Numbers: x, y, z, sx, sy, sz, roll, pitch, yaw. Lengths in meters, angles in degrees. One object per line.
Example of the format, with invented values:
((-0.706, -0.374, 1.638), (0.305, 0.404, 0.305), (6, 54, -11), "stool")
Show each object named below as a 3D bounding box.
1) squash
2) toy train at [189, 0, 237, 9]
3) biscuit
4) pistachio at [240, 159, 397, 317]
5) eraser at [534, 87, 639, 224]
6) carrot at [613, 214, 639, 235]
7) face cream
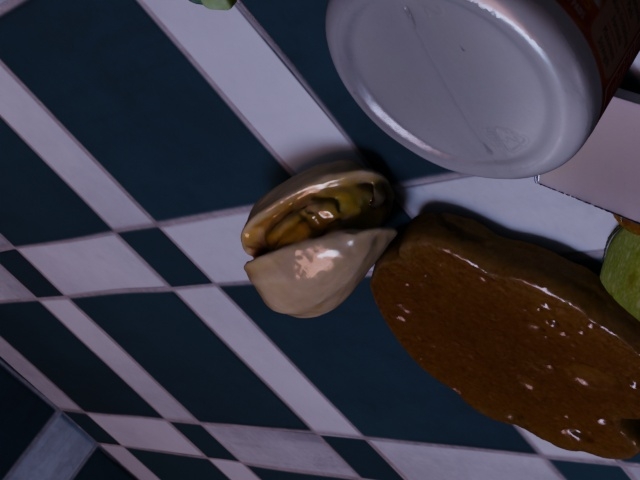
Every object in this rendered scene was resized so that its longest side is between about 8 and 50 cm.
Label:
((0.343, 0.051, 1.044), (0.192, 0.085, 0.184), (28, 153, 10), "squash")
((-0.094, -0.335, 0.851), (0.253, 0.160, 0.397), (10, 144, 27), "toy train")
((0.234, 0.112, 1.276), (0.381, 0.074, 0.359), (9, 144, 36), "biscuit")
((0.000, 0.000, 1.284), (0.157, 0.157, 0.229), (40, 143, -10), "pistachio")
((0.243, -0.073, 0.948), (0.150, 0.023, 0.104), (27, 128, 42), "eraser")
((0.339, -0.052, 0.911), (0.070, 0.070, 0.260), (44, 149, -17), "carrot")
((0.129, -0.171, 0.815), (0.201, 0.187, 0.201), (27, 151, 16), "face cream")
